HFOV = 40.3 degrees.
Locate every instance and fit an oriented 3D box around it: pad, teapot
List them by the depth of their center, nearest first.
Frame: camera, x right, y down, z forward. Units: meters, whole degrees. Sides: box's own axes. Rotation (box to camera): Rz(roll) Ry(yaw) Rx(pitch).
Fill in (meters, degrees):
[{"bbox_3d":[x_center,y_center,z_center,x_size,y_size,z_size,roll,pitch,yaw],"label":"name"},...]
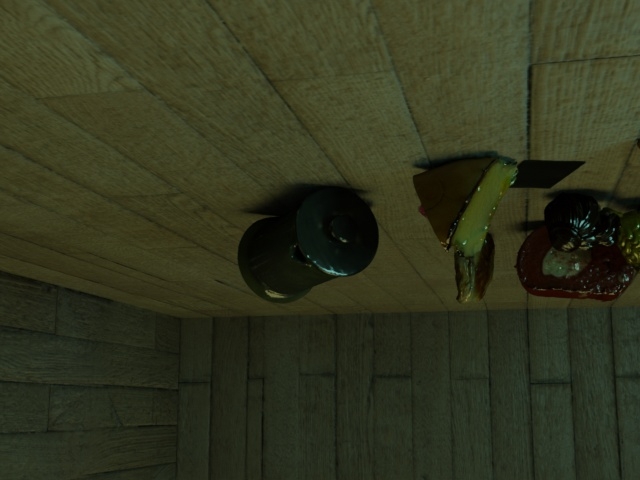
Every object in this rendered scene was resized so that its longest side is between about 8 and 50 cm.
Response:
[{"bbox_3d":[0.407,-0.122,1.636,0.116,0.004,0.193,0,168,-5],"label":"pad"},{"bbox_3d":[0.000,0.000,1.837,0.270,0.200,0.337,-23,179,-28],"label":"teapot"}]

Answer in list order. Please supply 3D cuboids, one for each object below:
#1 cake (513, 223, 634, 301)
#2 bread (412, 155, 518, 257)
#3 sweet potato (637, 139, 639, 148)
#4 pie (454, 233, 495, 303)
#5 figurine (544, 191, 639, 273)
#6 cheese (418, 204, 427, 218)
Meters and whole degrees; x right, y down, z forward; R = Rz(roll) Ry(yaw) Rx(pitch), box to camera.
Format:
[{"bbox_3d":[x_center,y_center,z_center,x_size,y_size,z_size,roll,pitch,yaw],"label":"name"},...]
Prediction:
[{"bbox_3d":[0.603,0.046,2.064,0.283,0.177,0.151,3,170,15],"label":"cake"},{"bbox_3d":[0.269,-0.057,1.547,0.169,0.160,0.140,-16,162,34],"label":"bread"},{"bbox_3d":[0.675,-0.101,1.491,0.354,0.095,0.106,13,-156,-37],"label":"sweet potato"},{"bbox_3d":[0.382,0.070,2.167,0.084,0.179,0.205,0,177,27],"label":"pie"},{"bbox_3d":[0.608,-0.030,1.814,0.315,0.168,0.187,14,176,-19],"label":"figurine"},{"bbox_3d":[0.264,-0.072,1.740,0.155,0.062,0.244,-5,157,21],"label":"cheese"}]
